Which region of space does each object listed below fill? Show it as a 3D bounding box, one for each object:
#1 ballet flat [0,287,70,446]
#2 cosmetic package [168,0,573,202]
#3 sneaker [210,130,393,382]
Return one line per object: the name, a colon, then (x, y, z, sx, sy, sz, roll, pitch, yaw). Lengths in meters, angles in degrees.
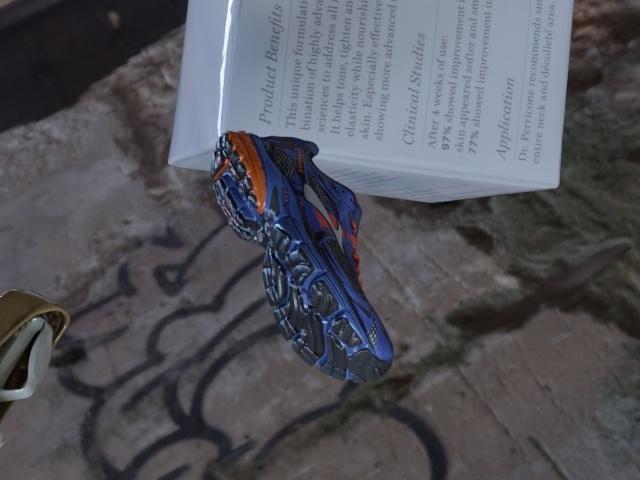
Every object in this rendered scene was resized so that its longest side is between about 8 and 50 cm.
ballet flat: (-0.291, 0.137, 0.817, 0.073, 0.232, 0.080, 7, 144, 21)
cosmetic package: (0.051, -0.233, 1.157, 0.327, 0.394, 0.329, 180, 96, -72)
sneaker: (0.000, 0.000, 0.683, 0.221, 0.087, 0.083, 62, 151, 26)
